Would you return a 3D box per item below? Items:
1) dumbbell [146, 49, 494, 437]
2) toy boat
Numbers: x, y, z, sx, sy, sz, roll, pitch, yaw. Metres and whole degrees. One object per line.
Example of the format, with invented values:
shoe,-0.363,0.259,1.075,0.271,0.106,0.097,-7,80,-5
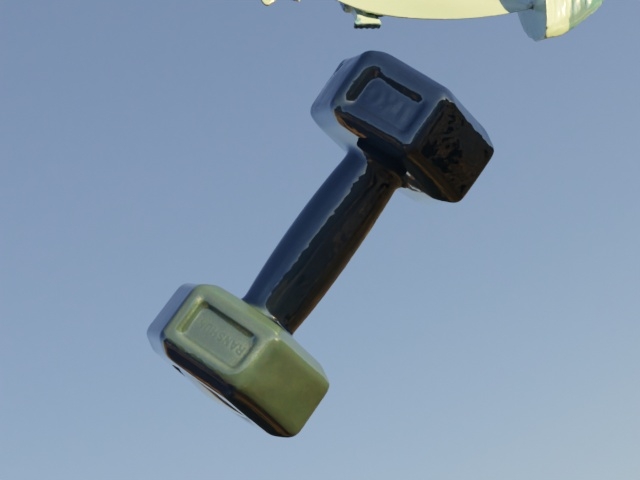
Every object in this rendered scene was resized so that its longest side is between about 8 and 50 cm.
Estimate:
dumbbell,0.001,0.000,1.225,0.316,0.143,0.156,-54,-49,-9
toy boat,0.052,-0.110,0.605,0.149,0.105,0.034,-19,-41,-31
